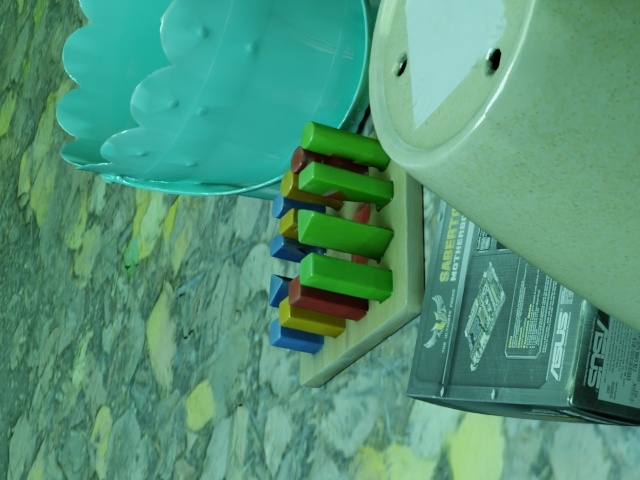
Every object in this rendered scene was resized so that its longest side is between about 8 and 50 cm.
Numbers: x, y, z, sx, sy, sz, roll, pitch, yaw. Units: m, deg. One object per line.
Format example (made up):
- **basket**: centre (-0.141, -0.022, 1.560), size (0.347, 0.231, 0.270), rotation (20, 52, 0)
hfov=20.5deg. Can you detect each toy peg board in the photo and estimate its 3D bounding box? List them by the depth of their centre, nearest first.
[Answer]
- **toy peg board**: centre (0.000, 0.000, 1.277), size (0.160, 0.079, 0.161), rotation (-40, 42, 52)

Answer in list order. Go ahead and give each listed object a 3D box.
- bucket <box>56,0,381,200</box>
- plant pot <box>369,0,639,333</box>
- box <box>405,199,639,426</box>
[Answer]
- **bucket**: centre (-0.077, -0.165, 1.402), size (0.281, 0.183, 0.281), rotation (-44, 38, 50)
- **plant pot**: centre (0.168, -0.056, 0.710), size (0.256, 0.274, 0.256), rotation (-41, 43, 52)
- **box**: centre (0.133, -0.012, 1.023), size (0.183, 0.056, 0.231), rotation (-9, 69, 65)
